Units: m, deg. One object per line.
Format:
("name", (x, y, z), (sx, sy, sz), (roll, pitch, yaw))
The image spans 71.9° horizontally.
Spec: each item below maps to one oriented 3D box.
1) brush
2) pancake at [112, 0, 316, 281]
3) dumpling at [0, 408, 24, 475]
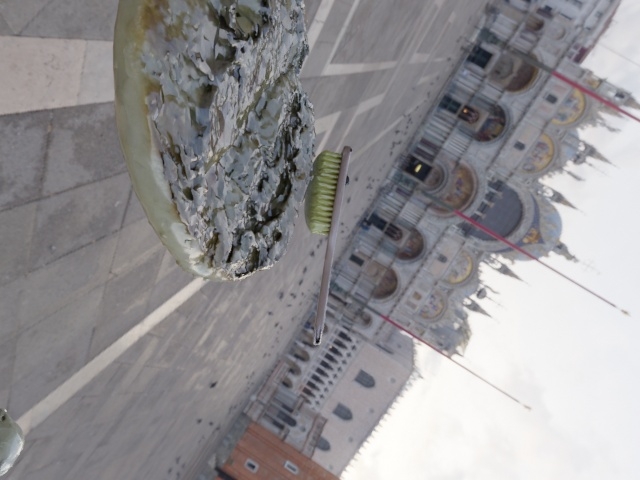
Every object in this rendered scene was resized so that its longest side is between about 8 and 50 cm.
("brush", (-0.001, 0.000, 0.681), (0.072, 0.067, 0.313), (75, 23, -78))
("pancake", (-0.077, -0.133, 0.485), (0.382, 0.071, 0.382), (9, 90, -76))
("dumpling", (-0.364, 0.237, 0.499), (0.052, 0.076, 0.057), (-33, 154, -46))
